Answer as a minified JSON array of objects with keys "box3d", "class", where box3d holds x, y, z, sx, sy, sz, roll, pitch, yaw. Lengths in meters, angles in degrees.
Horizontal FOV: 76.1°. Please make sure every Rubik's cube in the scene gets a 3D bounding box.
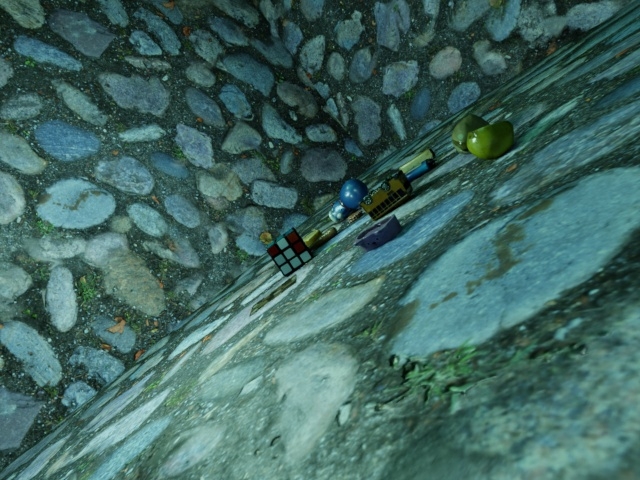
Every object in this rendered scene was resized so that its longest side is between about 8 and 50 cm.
[{"box3d":[-0.141,0.051,1.879,0.162,0.163,0.160,-33,8,-1],"class":"Rubik's cube"}]

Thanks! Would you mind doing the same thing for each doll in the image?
[{"box3d":[0.155,-0.203,2.180,0.256,0.161,0.215,-51,13,34],"class":"doll"}]

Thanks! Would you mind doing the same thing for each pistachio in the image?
[{"box3d":[0.579,-0.409,1.582,0.136,0.135,0.226,-29,17,45],"class":"pistachio"}]

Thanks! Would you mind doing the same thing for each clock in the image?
[{"box3d":[0.177,-0.015,1.278,0.153,0.050,0.110,-31,10,37],"class":"clock"}]

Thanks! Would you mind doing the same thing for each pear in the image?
[{"box3d":[0.526,-0.303,1.261,0.141,0.103,0.141,-13,5,1],"class":"pear"}]

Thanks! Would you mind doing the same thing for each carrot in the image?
[{"box3d":[0.000,0.000,1.967,0.191,0.047,0.047,-36,8,14],"class":"carrot"}]

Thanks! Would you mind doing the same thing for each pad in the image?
[{"box3d":[-0.193,0.222,1.674,0.235,0.003,0.158,-37,8,2],"class":"pad"}]

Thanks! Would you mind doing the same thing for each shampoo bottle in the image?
[{"box3d":[0.448,-0.320,1.861,0.183,0.050,0.087,-31,7,37],"class":"shampoo bottle"}]

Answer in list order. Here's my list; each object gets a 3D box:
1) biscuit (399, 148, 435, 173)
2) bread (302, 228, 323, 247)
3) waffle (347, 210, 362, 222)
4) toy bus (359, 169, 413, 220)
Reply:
[{"box3d":[0.498,-0.403,2.105,0.188,0.056,0.052,-30,13,36],"class":"biscuit"},{"box3d":[-0.048,0.001,2.064,0.149,0.073,0.122,-27,14,50],"class":"bread"},{"box3d":[0.169,-0.118,1.984,0.083,0.029,0.075,-25,14,46],"class":"waffle"},{"box3d":[0.262,-0.175,1.602,0.201,0.114,0.098,-38,6,32],"class":"toy bus"}]
